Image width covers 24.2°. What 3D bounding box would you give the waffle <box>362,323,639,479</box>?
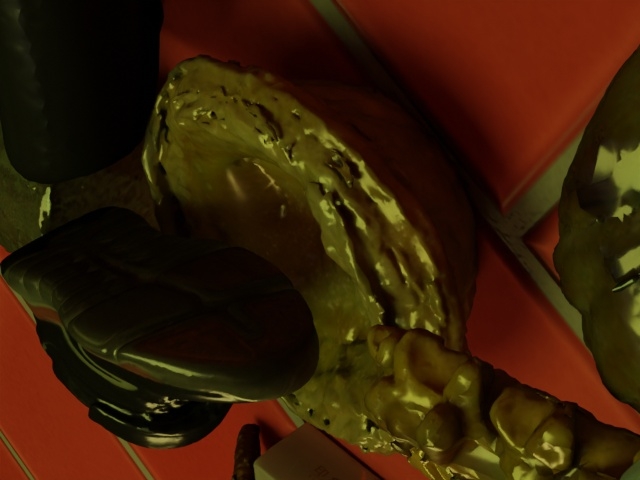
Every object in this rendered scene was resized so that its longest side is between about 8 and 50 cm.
[{"bbox_3d":[0.161,0.139,0.694,0.293,0.069,0.260,31,175,-36],"label":"waffle"}]

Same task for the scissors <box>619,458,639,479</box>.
[{"bbox_3d":[0.254,0.051,0.469,0.191,0.029,0.360,33,125,-8],"label":"scissors"}]

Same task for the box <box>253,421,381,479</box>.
[{"bbox_3d":[0.022,0.277,1.206,0.149,0.067,0.233,38,145,37],"label":"box"}]

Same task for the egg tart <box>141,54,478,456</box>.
[{"bbox_3d":[0.000,0.000,0.910,0.288,0.118,0.288,38,147,30],"label":"egg tart"}]

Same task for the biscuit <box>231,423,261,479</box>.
[{"bbox_3d":[-0.060,0.266,1.254,0.126,0.025,0.206,-86,-7,-72],"label":"biscuit"}]

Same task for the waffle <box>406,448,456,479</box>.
[{"bbox_3d":[0.055,0.142,1.052,0.191,0.032,0.125,55,150,8],"label":"waffle"}]

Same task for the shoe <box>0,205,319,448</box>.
[{"bbox_3d":[-0.101,0.069,0.910,0.291,0.114,0.137,17,131,56],"label":"shoe"}]

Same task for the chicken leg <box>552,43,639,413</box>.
[{"bbox_3d":[0.223,-0.042,0.515,0.201,0.152,0.429,41,143,3],"label":"chicken leg"}]

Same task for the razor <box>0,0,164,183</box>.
[{"bbox_3d":[-0.164,-0.211,0.896,0.114,0.204,0.349,-3,128,8],"label":"razor"}]

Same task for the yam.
[{"bbox_3d":[-0.219,-0.067,1.150,0.268,0.161,0.161,27,139,43],"label":"yam"}]
